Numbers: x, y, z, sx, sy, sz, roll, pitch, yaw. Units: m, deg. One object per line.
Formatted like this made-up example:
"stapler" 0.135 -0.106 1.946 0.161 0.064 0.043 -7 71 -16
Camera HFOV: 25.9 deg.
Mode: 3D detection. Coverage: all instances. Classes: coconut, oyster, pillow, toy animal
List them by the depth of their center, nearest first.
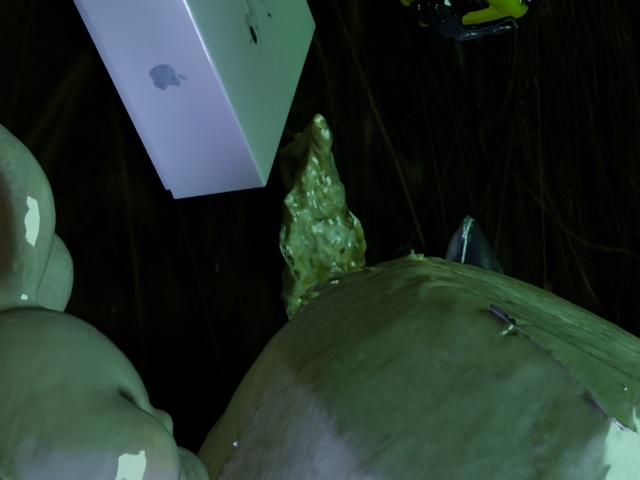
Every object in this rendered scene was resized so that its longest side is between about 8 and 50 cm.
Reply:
"toy animal" -0.081 0.062 0.392 0.124 0.124 0.212 46 44 -59
"coconut" 0.051 0.143 0.559 0.247 0.245 0.245 -64 162 8
"oyster" 0.000 0.000 0.769 0.121 0.045 0.146 -67 148 -80
"pillow" 0.122 0.052 1.059 0.136 0.055 0.091 59 10 -53

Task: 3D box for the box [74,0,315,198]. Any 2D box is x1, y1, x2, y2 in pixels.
"box" -0.055 -0.110 0.621 0.130 0.051 0.129 -75 150 -47

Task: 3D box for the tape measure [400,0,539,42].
"tape measure" 0.098 -0.248 1.020 0.186 0.112 0.199 0 82 -68
